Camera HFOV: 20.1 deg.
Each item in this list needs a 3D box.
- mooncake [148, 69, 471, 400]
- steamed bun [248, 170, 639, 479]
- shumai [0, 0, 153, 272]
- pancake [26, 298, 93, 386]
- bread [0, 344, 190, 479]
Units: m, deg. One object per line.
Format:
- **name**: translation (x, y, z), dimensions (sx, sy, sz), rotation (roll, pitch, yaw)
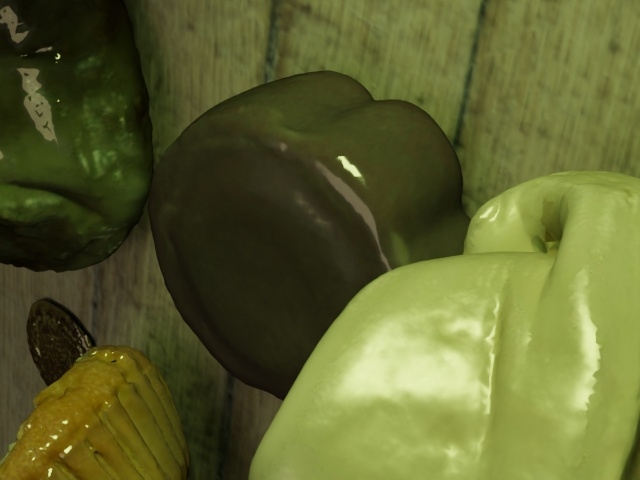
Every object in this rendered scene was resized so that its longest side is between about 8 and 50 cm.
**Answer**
- **mooncake**: translation (0.000, 0.000, 1.259), dimensions (0.245, 0.133, 0.245), rotation (28, 132, 35)
- **steamed bun**: translation (0.166, 0.159, 1.020), dimensions (0.255, 0.342, 0.367), rotation (19, 145, 37)
- **shumai**: translation (-0.348, -0.114, 1.430), dimensions (0.324, 0.323, 0.397), rotation (-7, 109, 53)
- **pancake**: translation (-0.244, 0.109, 1.711), dimensions (0.115, 0.011, 0.115), rotation (28, 133, 35)
- **bread**: translation (-0.214, 0.221, 1.564), dimensions (0.149, 0.274, 0.274), rotation (37, 140, 4)
